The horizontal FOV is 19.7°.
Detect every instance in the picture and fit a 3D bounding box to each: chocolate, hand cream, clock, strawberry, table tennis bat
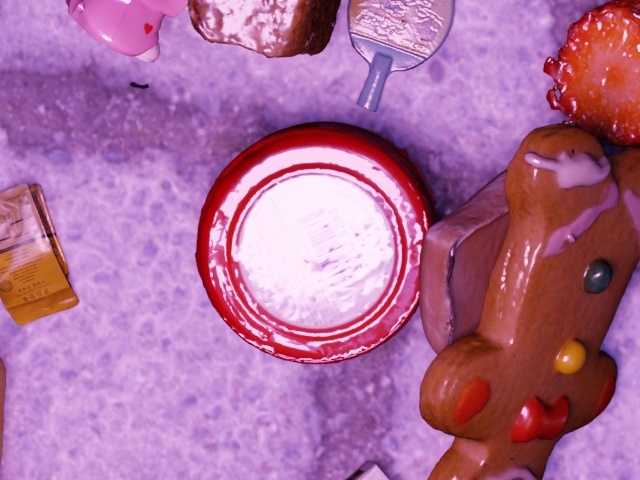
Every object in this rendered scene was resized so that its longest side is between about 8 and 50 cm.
[{"bbox_3d":[0.166,0.004,1.672,0.083,0.261,0.161,23,129,35],"label":"chocolate"},{"bbox_3d":[0.000,0.000,1.715,0.230,0.149,0.230,0,96,2],"label":"hand cream"},{"bbox_3d":[-0.151,-0.279,1.671,0.100,0.194,0.195,27,107,-21],"label":"clock"},{"bbox_3d":[0.285,-0.153,1.695,0.145,0.086,0.145,14,114,35],"label":"strawberry"},{"bbox_3d":[0.068,-0.198,1.752,0.100,0.019,0.155,21,95,1],"label":"table tennis bat"}]

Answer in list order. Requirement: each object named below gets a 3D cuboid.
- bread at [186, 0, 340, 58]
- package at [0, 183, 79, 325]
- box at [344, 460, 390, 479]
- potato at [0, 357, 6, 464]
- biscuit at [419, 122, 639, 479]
[{"bbox_3d":[-0.034,-0.239,1.554,0.113,0.416,0.165,14,96,1],"label":"bread"},{"bbox_3d":[-0.287,0.014,1.786,0.071,0.047,0.131,-17,93,3],"label":"package"},{"bbox_3d":[0.007,0.347,1.764,0.243,0.067,0.155,-40,90,-8],"label":"box"},{"bbox_3d":[-0.429,0.220,1.743,0.243,0.242,0.285,10,116,3],"label":"potato"},{"bbox_3d":[0.201,0.114,1.652,0.064,0.283,0.432,28,103,37],"label":"biscuit"}]
